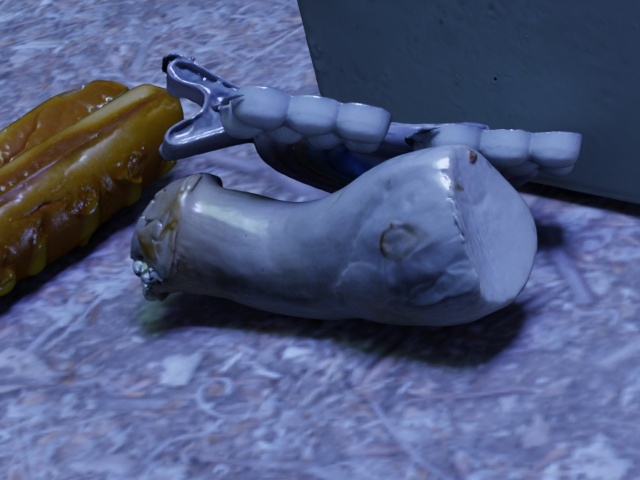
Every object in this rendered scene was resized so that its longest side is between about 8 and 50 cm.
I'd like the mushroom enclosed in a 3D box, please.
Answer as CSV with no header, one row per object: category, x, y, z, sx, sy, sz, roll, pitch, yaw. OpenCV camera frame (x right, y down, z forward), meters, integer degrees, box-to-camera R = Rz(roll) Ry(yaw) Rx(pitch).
mushroom,0.001,0.002,1.015,0.223,0.092,0.081,-1,60,36

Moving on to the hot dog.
hot dog,-0.191,-0.014,1.143,0.269,0.072,0.115,-36,36,-30

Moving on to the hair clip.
hair clip,0.021,-0.055,1.055,0.220,0.140,0.054,9,75,-4

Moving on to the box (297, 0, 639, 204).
box,0.222,-0.175,1.137,0.352,0.177,0.344,13,37,40
